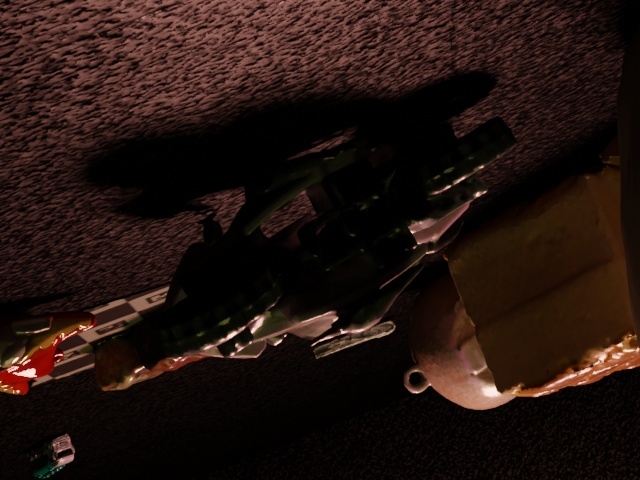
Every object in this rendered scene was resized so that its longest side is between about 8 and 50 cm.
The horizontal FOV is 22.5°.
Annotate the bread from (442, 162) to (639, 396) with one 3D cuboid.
[{"bbox_3d":[0.334,0.029,1.769,0.279,0.207,0.279,-11,166,-39],"label":"bread"}]

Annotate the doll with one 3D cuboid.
[{"bbox_3d":[-0.278,0.091,1.369,0.109,0.057,0.169,-43,147,20],"label":"doll"}]

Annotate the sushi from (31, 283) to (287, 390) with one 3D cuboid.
[{"bbox_3d":[-0.116,0.099,1.653,0.339,0.069,0.320,-17,168,-18],"label":"sushi"}]

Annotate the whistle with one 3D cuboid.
[{"bbox_3d":[0.244,0.089,2.050,0.348,0.189,0.189,-32,171,-12],"label":"whistle"}]

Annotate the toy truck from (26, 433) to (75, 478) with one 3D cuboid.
[{"bbox_3d":[-0.367,0.296,2.202,0.039,0.044,0.083,-15,168,-40],"label":"toy truck"}]

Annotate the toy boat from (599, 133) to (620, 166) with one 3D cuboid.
[{"bbox_3d":[0.356,-0.073,1.513,0.200,0.077,0.057,8,179,40],"label":"toy boat"}]

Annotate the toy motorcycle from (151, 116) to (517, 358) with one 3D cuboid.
[{"bbox_3d":[0.000,0.000,1.256,0.327,0.143,0.188,-32,-178,-22],"label":"toy motorcycle"}]

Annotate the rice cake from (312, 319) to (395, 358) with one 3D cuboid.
[{"bbox_3d":[0.047,0.137,2.242,0.121,0.022,0.022,-20,179,-5],"label":"rice cake"}]

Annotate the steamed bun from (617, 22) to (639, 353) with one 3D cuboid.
[{"bbox_3d":[0.364,-0.019,1.166,0.290,0.371,0.456,4,164,-3],"label":"steamed bun"}]
